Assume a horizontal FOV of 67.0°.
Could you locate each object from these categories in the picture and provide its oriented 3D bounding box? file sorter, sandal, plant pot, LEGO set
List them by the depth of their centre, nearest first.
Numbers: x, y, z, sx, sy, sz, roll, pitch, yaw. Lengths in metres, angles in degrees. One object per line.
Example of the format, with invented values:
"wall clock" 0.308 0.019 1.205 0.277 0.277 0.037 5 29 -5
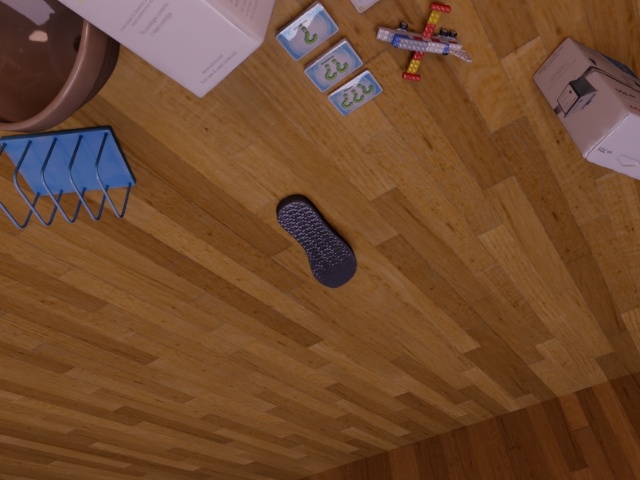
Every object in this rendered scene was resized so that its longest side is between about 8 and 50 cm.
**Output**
"plant pot" -0.319 -0.242 0.561 0.237 0.237 0.110 -26 177 21
"LEGO set" 0.089 -0.277 0.661 0.244 0.060 0.182 -28 139 22
"file sorter" -0.402 -0.093 0.761 0.170 0.104 0.118 -7 140 -2
"sandal" 0.001 -0.001 0.978 0.097 0.054 0.254 -25 127 9

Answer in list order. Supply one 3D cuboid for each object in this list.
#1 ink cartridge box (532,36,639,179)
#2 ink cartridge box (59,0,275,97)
"ink cartridge box" 0.417 -0.191 0.702 0.140 0.190 0.082 12 136 -22
"ink cartridge box" -0.201 -0.326 0.432 0.353 0.207 0.119 31 145 -35
